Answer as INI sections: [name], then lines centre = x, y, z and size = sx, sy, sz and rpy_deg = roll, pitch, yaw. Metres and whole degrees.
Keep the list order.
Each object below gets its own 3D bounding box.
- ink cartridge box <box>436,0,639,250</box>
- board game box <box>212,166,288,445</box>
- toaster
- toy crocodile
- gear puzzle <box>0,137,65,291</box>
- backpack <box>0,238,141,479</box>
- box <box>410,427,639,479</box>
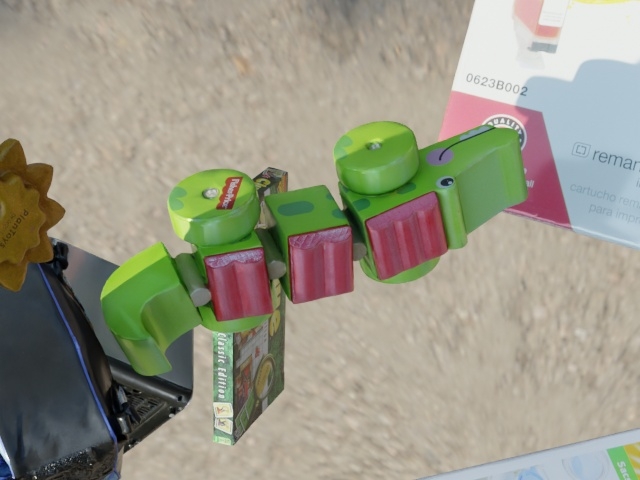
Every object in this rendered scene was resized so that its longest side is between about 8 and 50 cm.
[ink cartridge box]
centre = 0.284, -0.189, 1.433
size = 0.279, 0.160, 0.384
rpy_deg = 17, 95, 28
[board game box]
centre = -0.072, 0.068, 1.725
size = 0.030, 0.136, 0.259
rpy_deg = 10, 116, 18
[toaster]
centre = -0.217, 0.099, 1.373
size = 0.186, 0.168, 0.110
rpy_deg = 25, 47, -26
[toy crocodile]
centre = 0.000, 0.000, 1.237
size = 0.341, 0.115, 0.105
rpy_deg = -18, 37, -12
[gear puzzle]
centre = -0.262, 0.025, 0.809
size = 0.044, 0.339, 0.175
rpy_deg = 13, 111, 46
[backpack]
centre = -0.192, 0.099, 1.098
size = 0.117, 0.173, 0.158
rpy_deg = -23, 74, -11
[box]
centre = 0.097, 0.161, 0.741
size = 0.203, 0.103, 0.114
rpy_deg = -9, 64, -19
